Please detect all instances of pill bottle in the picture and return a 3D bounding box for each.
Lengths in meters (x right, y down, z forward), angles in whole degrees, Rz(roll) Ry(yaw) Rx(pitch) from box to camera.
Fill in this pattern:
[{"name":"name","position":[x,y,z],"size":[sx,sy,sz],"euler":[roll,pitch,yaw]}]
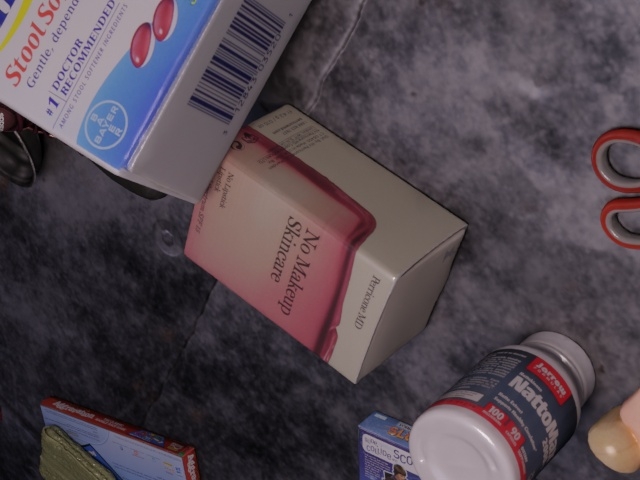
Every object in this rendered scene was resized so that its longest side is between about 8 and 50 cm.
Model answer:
[{"name":"pill bottle","position":[0.170,0.156,1.115],"size":[0.108,0.180,0.108],"euler":[21,127,31]}]

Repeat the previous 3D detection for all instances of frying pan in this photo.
[{"name":"frying pan","position":[-0.428,-0.134,1.563],"size":[0.197,0.053,0.326],"euler":[48,156,-4]}]

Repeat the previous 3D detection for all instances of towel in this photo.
[{"name":"towel","position":[-0.337,0.332,1.738],"size":[0.148,0.027,0.110],"euler":[33,133,21]}]

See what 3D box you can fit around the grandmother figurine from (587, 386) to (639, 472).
[{"name":"grandmother figurine","position":[0.358,0.087,0.968],"size":[0.208,0.104,0.342],"euler":[20,135,-6]}]

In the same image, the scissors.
[{"name":"scissors","position":[0.339,-0.058,0.961],"size":[0.297,0.021,0.109],"euler":[-12,103,43]}]

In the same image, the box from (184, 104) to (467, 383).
[{"name":"box","position":[0.000,0.000,1.211],"size":[0.232,0.127,0.148],"euler":[36,132,21]}]

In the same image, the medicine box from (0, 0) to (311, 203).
[{"name":"medicine box","position":[-0.186,-0.220,1.141],"size":[0.289,0.149,0.263],"euler":[31,94,24]}]

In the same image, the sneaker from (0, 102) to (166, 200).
[{"name":"sneaker","position":[-0.303,-0.125,1.377],"size":[0.281,0.162,0.106],"euler":[44,135,13]}]

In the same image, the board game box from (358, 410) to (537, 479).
[{"name":"board game box","position":[0.131,0.278,1.328],"size":[0.201,0.035,0.136],"euler":[20,126,32]}]

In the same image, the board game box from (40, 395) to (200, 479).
[{"name":"board game box","position":[-0.271,0.313,1.708],"size":[0.281,0.027,0.145],"euler":[12,120,36]}]
